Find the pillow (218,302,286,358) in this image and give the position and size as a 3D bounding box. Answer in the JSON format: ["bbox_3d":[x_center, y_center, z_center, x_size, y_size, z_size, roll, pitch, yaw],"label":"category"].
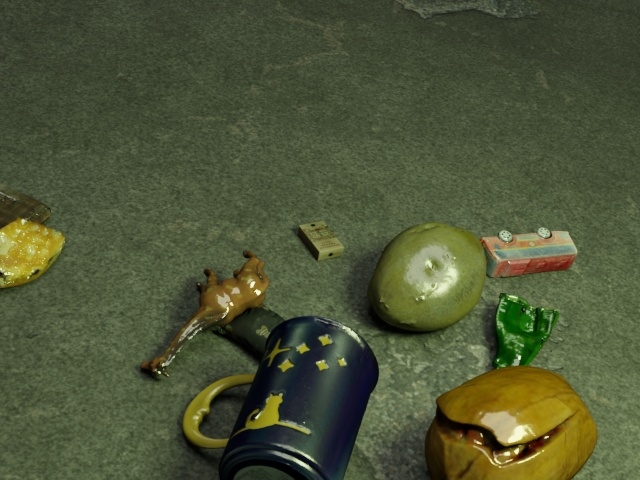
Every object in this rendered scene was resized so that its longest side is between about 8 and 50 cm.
[{"bbox_3d":[-0.080,0.155,1.651,0.150,0.048,0.090,34,38,27],"label":"pillow"}]

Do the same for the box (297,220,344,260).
[{"bbox_3d":[0.000,0.000,1.893,0.053,0.024,0.083,-12,45,-29],"label":"box"}]

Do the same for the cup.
[{"bbox_3d":[-0.059,0.272,1.460,0.178,0.255,0.256,46,37,-18],"label":"cup"}]

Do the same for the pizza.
[{"bbox_3d":[-0.492,0.018,1.699,0.099,0.035,0.160,47,39,-4],"label":"pizza"}]

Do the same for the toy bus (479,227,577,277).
[{"bbox_3d":[0.388,0.024,1.943,0.192,0.065,0.077,-5,48,-22],"label":"toy bus"}]

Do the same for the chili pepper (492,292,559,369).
[{"bbox_3d":[0.335,0.163,1.754,0.108,0.062,0.216,18,38,17],"label":"chili pepper"}]

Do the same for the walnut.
[{"bbox_3d":[0.285,0.280,1.484,0.336,0.209,0.209,-8,40,-44],"label":"walnut"}]

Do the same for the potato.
[{"bbox_3d":[0.184,0.063,1.765,0.235,0.160,0.177,-30,33,-30],"label":"potato"}]

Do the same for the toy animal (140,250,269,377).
[{"bbox_3d":[-0.184,0.115,1.642,0.224,0.066,0.230,-21,30,2],"label":"toy animal"}]

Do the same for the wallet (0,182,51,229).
[{"bbox_3d":[-0.566,-0.014,1.736,0.124,0.042,0.230,25,41,7],"label":"wallet"}]
